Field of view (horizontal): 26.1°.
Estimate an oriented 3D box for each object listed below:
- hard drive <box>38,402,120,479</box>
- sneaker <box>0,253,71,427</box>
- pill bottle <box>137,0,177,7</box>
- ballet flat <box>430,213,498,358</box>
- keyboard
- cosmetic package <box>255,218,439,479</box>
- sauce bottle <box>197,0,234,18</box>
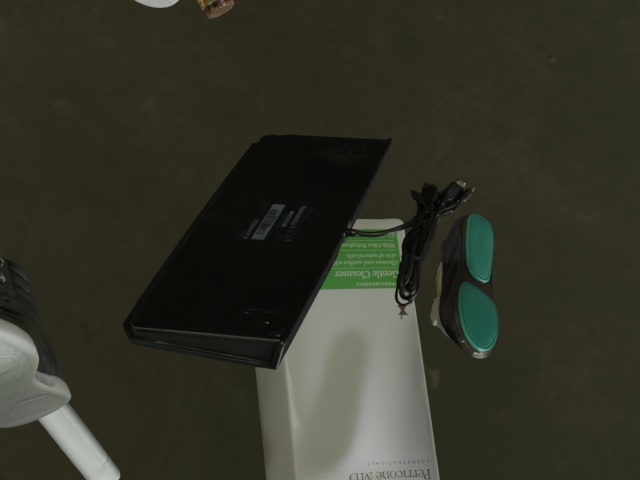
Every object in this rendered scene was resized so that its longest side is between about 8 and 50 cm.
[{"bbox_3d":[-0.416,0.171,1.899,0.353,0.047,0.233,57,167,-25],"label":"hard drive"},{"bbox_3d":[-0.309,0.072,1.216,0.105,0.296,0.147,-26,74,-4],"label":"sneaker"},{"bbox_3d":[-0.146,-0.339,1.453,0.108,0.193,0.108,15,144,11],"label":"pill bottle"},{"bbox_3d":[0.155,0.060,1.509,0.074,0.203,0.074,4,137,3],"label":"ballet flat"},{"bbox_3d":[0.000,0.000,1.024,0.202,0.317,0.033,4,121,16],"label":"keyboard"},{"bbox_3d":[0.023,0.167,1.802,0.155,0.197,0.365,124,141,-62],"label":"cosmetic package"},{"bbox_3d":[-0.149,-0.333,1.670,0.042,0.042,0.128,-31,85,38],"label":"sauce bottle"}]
